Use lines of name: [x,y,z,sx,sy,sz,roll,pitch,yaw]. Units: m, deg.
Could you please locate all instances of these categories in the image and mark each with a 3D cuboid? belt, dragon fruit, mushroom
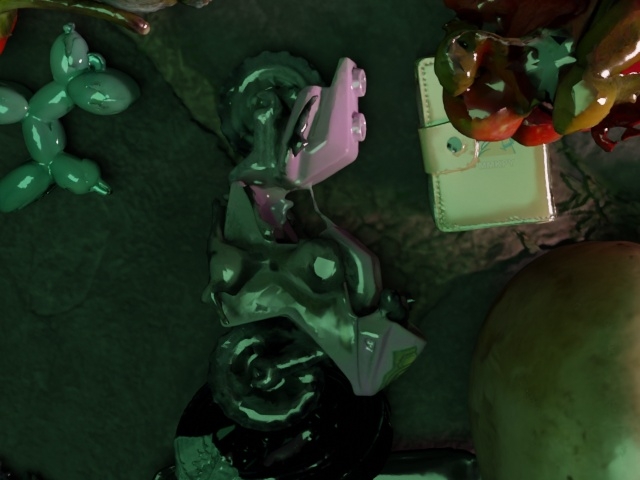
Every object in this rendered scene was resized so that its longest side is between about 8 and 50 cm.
belt: [-0.033,0.177,1.336,0.198,0.078,0.151,-20,62,1]
dragon fruit: [0.210,-0.176,1.139,0.227,0.243,0.307,38,85,13]
mushroom: [0.273,0.139,1.226,0.290,0.292,0.292,-1,106,-10]

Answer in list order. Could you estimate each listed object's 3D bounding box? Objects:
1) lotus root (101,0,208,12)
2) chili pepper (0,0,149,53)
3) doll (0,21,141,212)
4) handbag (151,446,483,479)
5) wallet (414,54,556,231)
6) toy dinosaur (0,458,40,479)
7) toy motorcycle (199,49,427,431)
lotus root: [-0.207,-0.317,1.217,0.349,0.175,0.175,43,108,0]
chili pepper: [-0.327,-0.209,1.281,0.338,0.134,0.131,-15,69,17]
doll: [-0.235,-0.111,1.337,0.159,0.059,0.159,-7,103,13]
handbag: [0.005,0.287,1.399,0.332,0.075,0.191,-4,104,12]
wallet: [0.139,-0.087,1.291,0.110,0.039,0.155,-6,105,8]
toy dinosaur: [-0.333,0.235,1.455,0.154,0.049,0.055,13,110,0]
toy motorcycle: [0.000,0.000,1.283,0.188,0.143,0.326,1,85,13]
